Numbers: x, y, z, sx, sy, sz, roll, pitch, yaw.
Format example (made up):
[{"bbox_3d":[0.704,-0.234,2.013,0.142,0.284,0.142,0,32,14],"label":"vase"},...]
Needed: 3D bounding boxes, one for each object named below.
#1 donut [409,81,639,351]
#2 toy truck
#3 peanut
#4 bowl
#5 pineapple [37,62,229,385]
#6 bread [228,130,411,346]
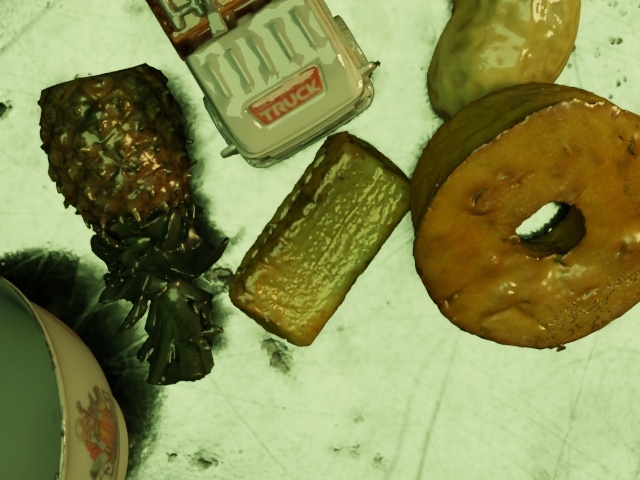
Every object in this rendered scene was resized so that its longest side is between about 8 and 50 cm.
[{"bbox_3d":[0.203,-0.030,1.526,0.277,0.108,0.278,-9,124,-14],"label":"donut"},{"bbox_3d":[-0.102,-0.259,1.517,0.173,0.207,0.388,-32,93,4],"label":"toy truck"},{"bbox_3d":[0.177,-0.244,1.552,0.147,0.147,0.306,1,98,2],"label":"peanut"},{"bbox_3d":[-0.288,0.204,1.555,0.157,0.345,0.346,10,96,-43],"label":"bowl"},{"bbox_3d":[-0.170,-0.014,1.567,0.170,0.141,0.310,-10,99,39],"label":"pineapple"},{"bbox_3d":[0.000,0.000,1.586,0.114,0.083,0.211,35,93,-20],"label":"bread"}]
